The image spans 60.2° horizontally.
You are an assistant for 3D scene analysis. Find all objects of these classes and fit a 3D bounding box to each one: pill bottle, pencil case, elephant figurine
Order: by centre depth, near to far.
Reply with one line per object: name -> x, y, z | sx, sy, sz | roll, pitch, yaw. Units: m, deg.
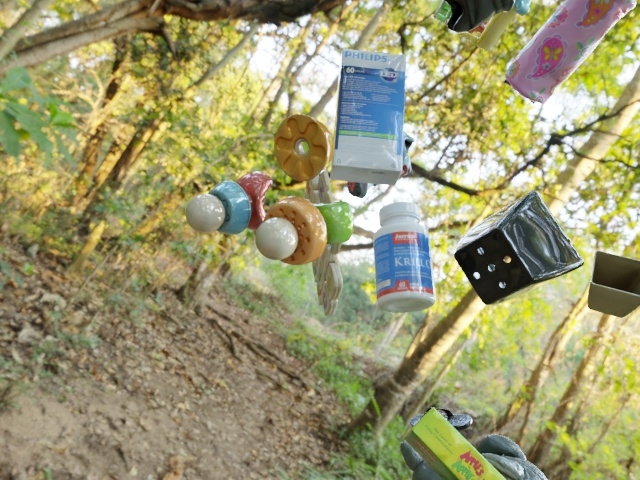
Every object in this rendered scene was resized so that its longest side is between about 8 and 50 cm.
elephant figurine -> 0.285, 0.395, 0.888 | 0.186, 0.239, 0.169 | 53, 15, -24
pill bottle -> 0.176, 0.034, 1.184 | 0.124, 0.221, 0.124 | -2, -23, -1
pencil case -> 0.535, -0.431, 1.207 | 0.124, 0.284, 0.124 | 26, 32, -18

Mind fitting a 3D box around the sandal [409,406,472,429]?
sandal -> 0.294, 0.437, 1.366 | 0.179, 0.067, 0.040 | -21, -82, 48

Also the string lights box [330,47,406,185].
string lights box -> 0.096, -0.248, 1.101 | 0.134, 0.259, 0.076 | 6, -17, -2

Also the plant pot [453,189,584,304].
plant pot -> 0.393, 0.033, 1.157 | 0.188, 0.167, 0.187 | -39, -102, 45

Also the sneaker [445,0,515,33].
sneaker -> 0.214, -0.478, 0.918 | 0.286, 0.130, 0.109 | 52, 12, -24

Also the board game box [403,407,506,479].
board game box -> 0.192, 0.304, 0.713 | 0.181, 0.043, 0.092 | 43, -18, 19

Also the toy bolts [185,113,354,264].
toy bolts -> -0.093, -0.072, 0.831 | 0.229, 0.218, 0.158 | 1, 13, 35

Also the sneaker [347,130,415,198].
sneaker -> 0.152, -0.186, 1.280 | 0.125, 0.261, 0.104 | 28, -37, 1

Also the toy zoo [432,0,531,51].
toy zoo -> 0.348, -0.515, 1.149 | 0.030, 0.192, 0.293 | 17, 29, -24

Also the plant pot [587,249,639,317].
plant pot -> 0.631, 0.103, 1.189 | 0.109, 0.109, 0.096 | 16, -44, 19

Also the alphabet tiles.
alphabet tiles -> 0.000, 0.000, 1.121 | 0.021, 0.284, 0.278 | -6, -31, -11
